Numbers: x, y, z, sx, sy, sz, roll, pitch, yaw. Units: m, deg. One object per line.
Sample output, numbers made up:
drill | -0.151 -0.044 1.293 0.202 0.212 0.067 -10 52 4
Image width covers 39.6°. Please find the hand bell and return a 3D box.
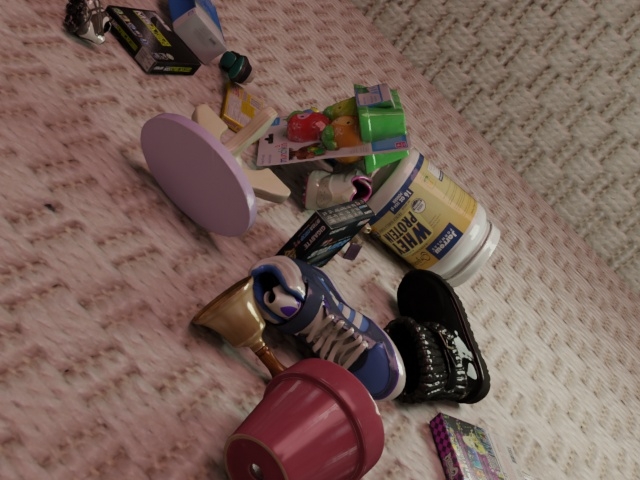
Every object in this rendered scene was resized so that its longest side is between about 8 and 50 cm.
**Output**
hand bell | -0.095 0.192 1.498 0.242 0.126 0.126 54 25 -8

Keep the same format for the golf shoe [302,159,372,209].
golf shoe | 0.075 -0.127 2.130 0.140 0.115 0.306 12 22 24

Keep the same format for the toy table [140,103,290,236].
toy table | -0.193 -0.150 1.706 0.274 0.252 0.161 54 42 -2

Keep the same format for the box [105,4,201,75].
box | -0.397 -0.469 2.094 0.191 0.045 0.184 50 28 12

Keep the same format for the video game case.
video game case | 0.324 0.461 1.724 0.210 0.042 0.232 27 30 -31

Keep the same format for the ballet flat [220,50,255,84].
ballet flat | -0.201 -0.433 2.251 0.074 0.074 0.203 29 11 -27

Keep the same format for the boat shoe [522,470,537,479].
boat shoe | 0.441 0.506 1.836 0.100 0.035 0.035 32 30 -8

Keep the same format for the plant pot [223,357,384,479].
plant pot | -0.036 0.299 1.306 0.201 0.201 0.180 49 42 11

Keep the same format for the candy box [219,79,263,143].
candy box | -0.192 -0.318 2.178 0.105 0.027 0.206 30 28 -19

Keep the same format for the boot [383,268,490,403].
boot | 0.204 0.188 1.863 0.260 0.131 0.348 15 38 -45

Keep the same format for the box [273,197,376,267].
box | 0.000 0.000 1.804 0.051 0.175 0.220 49 26 11

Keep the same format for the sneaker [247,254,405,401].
sneaker | -0.008 0.158 1.581 0.323 0.130 0.236 51 19 26

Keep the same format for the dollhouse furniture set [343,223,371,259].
dollhouse furniture set | 0.038 -0.021 2.015 0.114 0.091 0.081 11 25 -43

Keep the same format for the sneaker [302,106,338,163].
sneaker | 0.007 -0.250 2.337 0.082 0.069 0.209 -39 92 -31

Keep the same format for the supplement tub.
supplement tub | 0.264 -0.053 2.199 0.316 0.228 0.228 39 26 -9

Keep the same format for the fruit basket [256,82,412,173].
fruit basket | 0.027 -0.269 2.104 0.353 0.165 0.327 -2 27 1

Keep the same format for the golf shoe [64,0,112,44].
golf shoe | -0.507 -0.498 1.961 0.094 0.077 0.198 39 31 -35

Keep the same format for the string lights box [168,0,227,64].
string lights box | -0.324 -0.584 2.294 0.133 0.076 0.260 47 18 -42
